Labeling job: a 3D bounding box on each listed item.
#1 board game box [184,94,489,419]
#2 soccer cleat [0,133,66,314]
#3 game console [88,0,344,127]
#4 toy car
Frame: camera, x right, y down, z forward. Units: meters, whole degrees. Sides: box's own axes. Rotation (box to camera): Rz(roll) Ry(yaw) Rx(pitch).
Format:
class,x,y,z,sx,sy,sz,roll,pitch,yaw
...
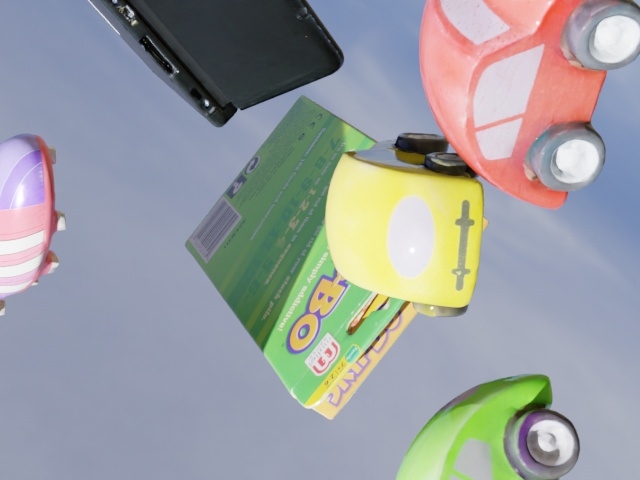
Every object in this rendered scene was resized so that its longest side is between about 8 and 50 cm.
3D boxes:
class,x,y,z,sx,sy,sz,roll,pitch,yaw
board game box,0.000,0.000,0.688,0.039,0.124,0.259,37,-177,-23
soccer cleat,-0.238,0.005,0.826,0.095,0.248,0.083,0,-112,-29
game console,-0.065,-0.119,0.612,0.107,0.071,0.122,42,175,43
toy car,0.045,0.030,0.409,0.053,0.239,0.225,1,-109,-11
